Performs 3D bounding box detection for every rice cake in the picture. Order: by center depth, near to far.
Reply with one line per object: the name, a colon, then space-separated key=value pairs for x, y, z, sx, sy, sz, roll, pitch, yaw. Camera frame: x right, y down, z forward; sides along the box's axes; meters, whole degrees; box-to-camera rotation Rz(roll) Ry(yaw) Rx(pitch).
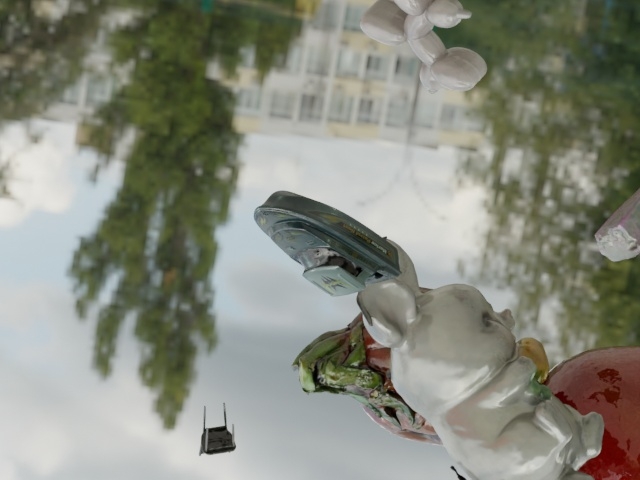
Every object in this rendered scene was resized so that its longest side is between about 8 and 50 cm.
rice cake: x=0.289 y=-0.054 z=1.265 sx=0.206 sy=0.036 sz=0.047 roll=-43 pitch=-169 yaw=-32

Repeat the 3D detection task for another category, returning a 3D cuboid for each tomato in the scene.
tomato: x=0.398 y=0.287 z=2.022 sx=0.293 sy=0.325 sz=0.290 roll=-9 pitch=-128 yaw=-3

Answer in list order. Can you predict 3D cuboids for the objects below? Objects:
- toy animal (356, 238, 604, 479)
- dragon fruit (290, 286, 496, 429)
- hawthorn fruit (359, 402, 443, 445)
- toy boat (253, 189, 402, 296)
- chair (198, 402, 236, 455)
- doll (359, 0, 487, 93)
toy animal: x=0.156 y=0.145 z=1.671 sx=0.325 sy=0.154 sz=0.208 roll=38 pitch=-162 yaw=-7
dragon fruit: x=0.116 y=0.160 z=1.955 sx=0.269 sy=0.198 sz=0.200 roll=-28 pitch=-119 yaw=-26
hawthorn fruit: x=0.177 y=0.201 z=2.490 sx=0.258 sy=0.258 sz=0.262 roll=0 pitch=-150 yaw=-45
toy boat: x=0.000 y=0.000 z=1.205 sx=0.055 sy=0.060 sz=0.141 roll=-15 pitch=147 yaw=38
chair: x=-0.112 y=0.219 z=1.714 sx=0.037 sy=0.086 sz=0.042 roll=-7 pitch=-134 yaw=-11
doll: x=0.127 y=-0.241 z=1.850 sx=0.160 sy=0.059 sz=0.161 roll=40 pitch=150 yaw=5
